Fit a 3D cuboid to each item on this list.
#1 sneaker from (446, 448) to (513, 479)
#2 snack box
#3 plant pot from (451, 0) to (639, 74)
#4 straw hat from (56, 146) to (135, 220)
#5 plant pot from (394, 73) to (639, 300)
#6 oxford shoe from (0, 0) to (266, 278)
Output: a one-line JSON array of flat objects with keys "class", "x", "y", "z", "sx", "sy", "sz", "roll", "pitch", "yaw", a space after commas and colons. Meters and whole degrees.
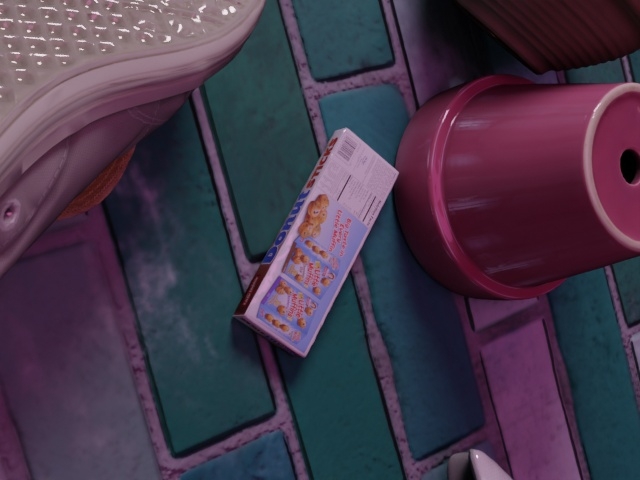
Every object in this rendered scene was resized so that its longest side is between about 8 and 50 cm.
[{"class": "sneaker", "x": 0.062, "y": 0.283, "z": 0.669, "sx": 0.297, "sy": 0.111, "sz": 0.129, "roll": -34, "pitch": 89, "yaw": -33}, {"class": "snack box", "x": 0.000, "y": 0.000, "z": 0.681, "sx": 0.064, "sy": 0.022, "sz": 0.178, "roll": 38, "pitch": 68, "yaw": -25}, {"class": "plant pot", "x": 0.180, "y": -0.219, "z": 0.728, "sx": 0.237, "sy": 0.237, "sz": 0.110, "roll": 33, "pitch": 107, "yaw": -26}, {"class": "straw hat", "x": -0.190, "y": -0.076, "z": 0.545, "sx": 0.144, "sy": 0.061, "sz": 0.145, "roll": 8, "pitch": 77, "yaw": -39}, {"class": "plant pot", "x": 0.193, "y": -0.049, "z": 0.714, "sx": 0.201, "sy": 0.180, "sz": 0.201, "roll": 2, "pitch": 86, "yaw": -33}, {"class": "oxford shoe", "x": -0.169, "y": -0.075, "z": 0.449, "sx": 0.169, "sy": 0.130, "sz": 0.449, "roll": 31, "pitch": 44, "yaw": 1}]
